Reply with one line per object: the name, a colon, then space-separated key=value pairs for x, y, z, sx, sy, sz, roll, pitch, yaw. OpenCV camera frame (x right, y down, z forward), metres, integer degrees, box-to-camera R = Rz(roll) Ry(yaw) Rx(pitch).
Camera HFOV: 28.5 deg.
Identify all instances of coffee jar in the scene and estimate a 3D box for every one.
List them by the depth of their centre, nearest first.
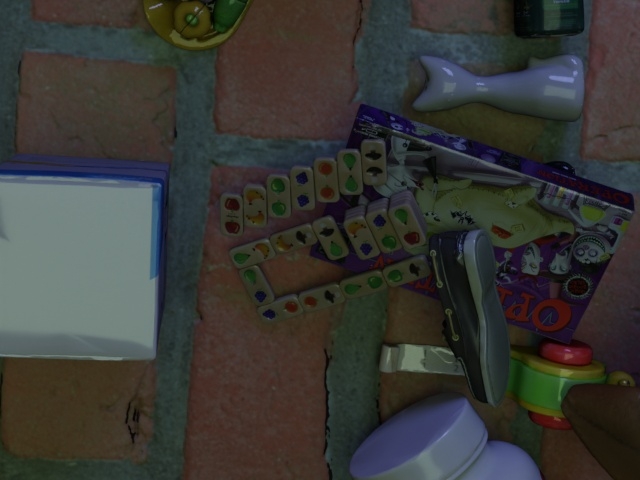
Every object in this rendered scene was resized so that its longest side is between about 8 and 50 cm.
coffee jar: x=0.274 y=-0.339 z=1.524 sx=0.079 sy=0.096 sz=0.184 roll=-5 pitch=100 yaw=-6

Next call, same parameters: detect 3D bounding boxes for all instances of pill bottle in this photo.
pill bottle: x=0.215 y=0.402 z=1.568 sx=0.229 sy=0.229 sz=0.407 roll=-33 pitch=99 yaw=2

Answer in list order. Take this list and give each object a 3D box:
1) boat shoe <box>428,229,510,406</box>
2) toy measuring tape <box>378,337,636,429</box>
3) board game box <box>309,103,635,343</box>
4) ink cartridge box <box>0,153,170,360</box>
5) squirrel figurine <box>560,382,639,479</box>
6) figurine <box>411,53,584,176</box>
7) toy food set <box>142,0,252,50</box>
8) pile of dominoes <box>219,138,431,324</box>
boat shoe: x=0.180 y=0.094 z=1.522 sx=0.069 sy=0.081 sz=0.227 roll=-1 pitch=110 yaw=28
toy measuring tape: x=0.242 y=0.174 z=1.593 sx=0.330 sy=0.121 sz=0.121 roll=7 pitch=98 yaw=-4
board game box: x=0.180 y=-0.017 z=1.534 sx=0.347 sy=0.056 sz=0.208 roll=18 pitch=125 yaw=0
ink cartridge box: x=-0.278 y=0.011 z=1.456 sx=0.197 sy=0.270 sz=0.198 roll=2 pitch=99 yaw=-5
squirrel figurine: x=0.566 y=0.228 z=1.501 sx=0.397 sy=0.370 sz=0.281 roll=56 pitch=128 yaw=22
figurine: x=0.213 y=-0.127 z=1.562 sx=0.209 sy=0.092 sz=0.214 roll=2 pitch=98 yaw=0
toy food set: x=-0.131 y=-0.333 z=1.512 sx=0.128 sy=0.071 sz=0.218 roll=26 pitch=96 yaw=-7
pile of dominoes: x=0.000 y=0.000 z=1.526 sx=0.251 sy=0.040 sz=0.196 roll=-18 pitch=115 yaw=18
